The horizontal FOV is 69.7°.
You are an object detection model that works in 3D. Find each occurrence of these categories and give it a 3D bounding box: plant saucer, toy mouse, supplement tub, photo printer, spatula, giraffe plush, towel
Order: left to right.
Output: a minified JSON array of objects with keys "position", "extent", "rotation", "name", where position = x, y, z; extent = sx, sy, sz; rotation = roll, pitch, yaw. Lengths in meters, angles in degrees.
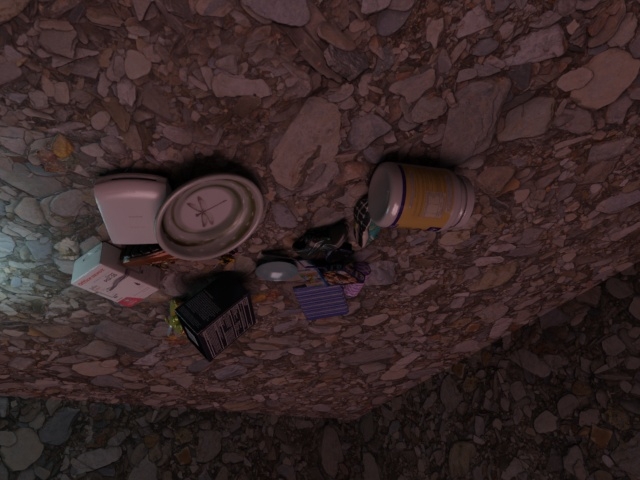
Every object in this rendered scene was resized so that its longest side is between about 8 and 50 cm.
[{"position":[-0.650,-0.115,1.644],"extent":[0.256,0.107,0.307],"rotation":[-1,142,-10],"name":"photo printer"},{"position":[-0.645,0.384,2.264],"extent":[0.171,0.181,0.210],"rotation":[0,136,-47],"name":"giraffe plush"},{"position":[-0.405,-0.101,1.661],"extent":[0.401,0.100,0.400],"rotation":[-22,143,-18],"name":"plant saucer"},{"position":[-0.412,0.049,1.968],"extent":[0.161,0.031,0.143],"rotation":[-15,142,7],"name":"toy mouse"},{"position":[-0.199,0.128,2.098],"extent":[0.195,0.037,0.195],"rotation":[-3,150,-2],"name":"plant saucer"},{"position":[-0.117,0.088,2.006],"extent":[0.297,0.030,0.084],"rotation":[16,-177,7],"name":"spatula"},{"position":[0.010,0.312,2.402],"extent":[0.244,0.040,0.335],"rotation":[-11,141,5],"name":"towel"},{"position":[0.367,-0.157,1.698],"extent":[0.332,0.240,0.241],"rotation":[4,140,-16],"name":"supplement tub"}]

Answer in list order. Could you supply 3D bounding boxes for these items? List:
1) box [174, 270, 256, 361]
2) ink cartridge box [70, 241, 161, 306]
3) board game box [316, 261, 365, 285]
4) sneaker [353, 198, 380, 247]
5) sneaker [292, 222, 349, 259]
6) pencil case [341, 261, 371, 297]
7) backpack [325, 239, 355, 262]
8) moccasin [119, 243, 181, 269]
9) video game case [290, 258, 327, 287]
[{"position":[-0.474,0.352,2.121],"extent":[0.294,0.183,0.296],"rotation":[-38,152,-27],"name":"box"},{"position":[-0.855,0.150,1.931],"extent":[0.207,0.117,0.283],"rotation":[-29,139,24],"name":"ink cartridge box"},{"position":[0.063,0.160,2.130],"extent":[0.243,0.042,0.165],"rotation":[-11,149,41],"name":"board game box"},{"position":[0.202,-0.083,1.899],"extent":[0.110,0.107,0.275],"rotation":[-22,150,-15],"name":"sneaker"},{"position":[0.000,0.000,1.938],"extent":[0.267,0.101,0.106],"rotation":[-31,135,25],"name":"sneaker"},{"position":[0.175,0.191,2.239],"extent":[0.088,0.086,0.206],"rotation":[23,136,-2],"name":"pencil case"},{"position":[0.076,0.044,2.022],"extent":[0.105,0.084,0.114],"rotation":[11,141,-26],"name":"backpack"},{"position":[-0.609,0.042,1.846],"extent":[0.381,0.139,0.146],"rotation":[-16,134,-7],"name":"moccasin"},{"position":[-0.052,0.149,2.100],"extent":[0.119,0.015,0.166],"rotation":[-8,125,39],"name":"video game case"}]
